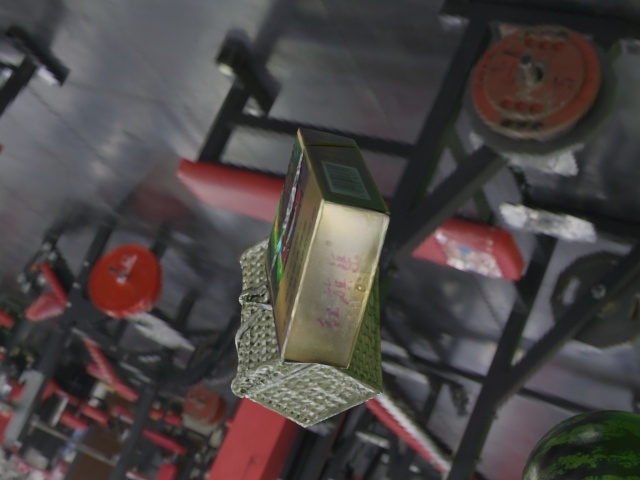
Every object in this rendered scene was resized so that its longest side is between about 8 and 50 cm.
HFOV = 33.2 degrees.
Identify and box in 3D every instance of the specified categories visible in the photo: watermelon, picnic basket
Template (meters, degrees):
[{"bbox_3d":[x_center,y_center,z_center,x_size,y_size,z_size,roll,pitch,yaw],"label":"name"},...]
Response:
[{"bbox_3d":[0.391,0.358,1.455,0.269,0.269,0.269,22,162,7],"label":"watermelon"},{"bbox_3d":[-0.023,0.100,1.319,0.134,0.196,0.154,-27,135,33],"label":"picnic basket"}]

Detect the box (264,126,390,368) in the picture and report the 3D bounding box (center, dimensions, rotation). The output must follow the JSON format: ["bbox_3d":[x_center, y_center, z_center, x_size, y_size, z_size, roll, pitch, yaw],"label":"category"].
[{"bbox_3d":[0.000,0.000,1.023,0.071,0.159,0.240,9,-161,-10],"label":"box"}]
